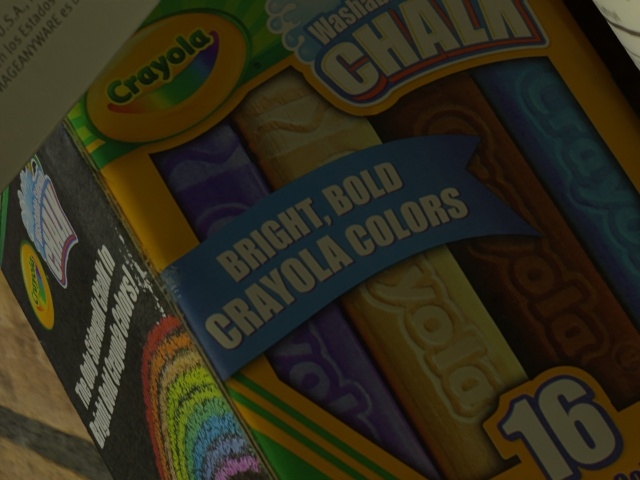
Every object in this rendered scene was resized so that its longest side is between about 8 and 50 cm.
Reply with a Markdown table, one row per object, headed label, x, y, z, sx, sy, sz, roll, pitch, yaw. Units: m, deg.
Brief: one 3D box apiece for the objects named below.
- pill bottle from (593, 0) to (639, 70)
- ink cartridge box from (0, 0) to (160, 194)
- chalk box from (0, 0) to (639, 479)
| label | x | y | z | sx | sy | sz | roll | pitch | yaw |
| --- | --- | --- | --- | --- | --- | --- | --- | --- | --- |
| pill bottle | 0.145 | -0.075 | 0.453 | 0.162 | 0.162 | 0.278 | -11 | 122 | 52 |
| ink cartridge box | -0.111 | -0.191 | 0.446 | 0.272 | 0.309 | 0.130 | 48 | 149 | -21 |
| chalk box | 0.000 | 0.000 | 0.704 | 0.289 | 0.179 | 0.180 | 60 | 158 | 17 |
